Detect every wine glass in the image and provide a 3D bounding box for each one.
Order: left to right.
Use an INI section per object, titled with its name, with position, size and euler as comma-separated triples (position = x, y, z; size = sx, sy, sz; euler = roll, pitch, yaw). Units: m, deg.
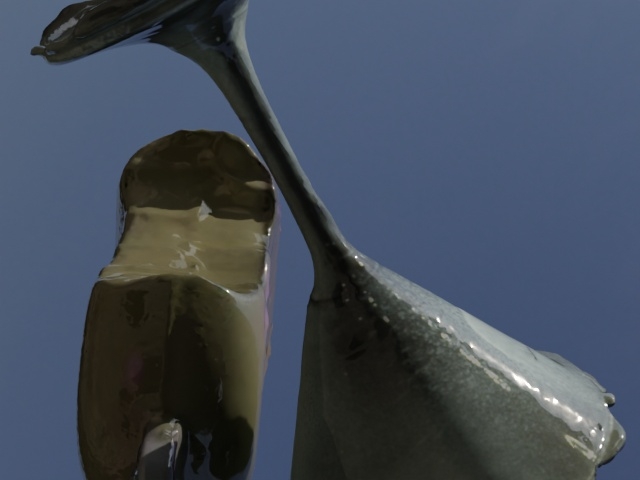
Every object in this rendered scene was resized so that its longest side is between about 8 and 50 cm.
[wine glass]
position = 0.000, 0.000, 0.457
size = 0.156, 0.232, 0.156
euler = -26, -163, 9

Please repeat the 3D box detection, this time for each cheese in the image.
[cheese]
position = -0.061, 0.068, 0.514
size = 0.286, 0.082, 0.163
euler = -92, -174, -62
